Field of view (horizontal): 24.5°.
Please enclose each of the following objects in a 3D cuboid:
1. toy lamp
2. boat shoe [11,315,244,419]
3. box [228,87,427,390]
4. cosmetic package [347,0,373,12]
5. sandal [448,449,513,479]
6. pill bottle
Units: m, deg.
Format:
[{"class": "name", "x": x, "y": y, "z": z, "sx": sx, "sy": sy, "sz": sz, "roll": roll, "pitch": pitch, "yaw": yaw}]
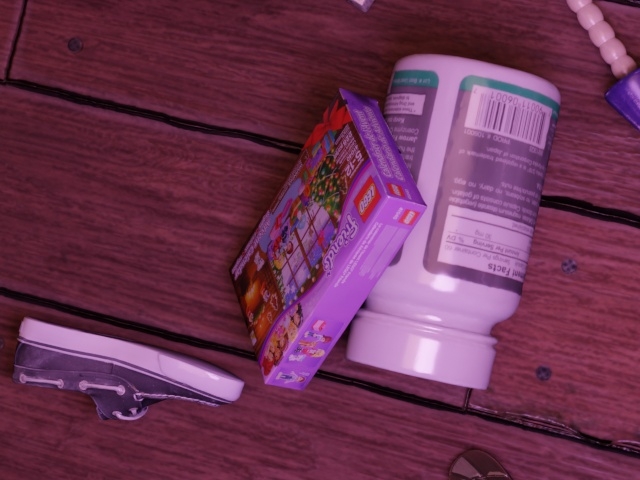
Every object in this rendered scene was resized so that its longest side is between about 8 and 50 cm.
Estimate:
[{"class": "toy lamp", "x": 0.332, "y": -0.253, "z": 1.770, "sx": 0.080, "sy": 0.080, "sz": 0.274, "roll": -34, "pitch": 80, "yaw": 5}, {"class": "boat shoe", "x": -0.242, "y": 0.174, "z": 1.818, "sx": 0.301, "sy": 0.108, "sz": 0.102, "roll": 13, "pitch": 87, "yaw": 13}, {"class": "box", "x": 0.000, "y": 0.000, "z": 1.697, "sx": 0.293, "sy": 0.057, "sz": 0.201, "roll": -58, "pitch": 35, "yaw": 30}, {"class": "cosmetic package", "x": 0.062, "y": -0.350, "z": 1.841, "sx": 0.060, "sy": 0.041, "sz": 0.115, "roll": 36, "pitch": 92, "yaw": 11}, {"class": "sandal", "x": 0.228, "y": 0.350, "z": 1.753, "sx": 0.090, "sy": 0.060, "sz": 0.219, "roll": -36, "pitch": 66, "yaw": -1}, {"class": "pill bottle", "x": 0.147, "y": -0.020, "z": 1.717, "sx": 0.204, "sy": 0.204, "sz": 0.361, "roll": 12, "pitch": 87, "yaw": 10}]
